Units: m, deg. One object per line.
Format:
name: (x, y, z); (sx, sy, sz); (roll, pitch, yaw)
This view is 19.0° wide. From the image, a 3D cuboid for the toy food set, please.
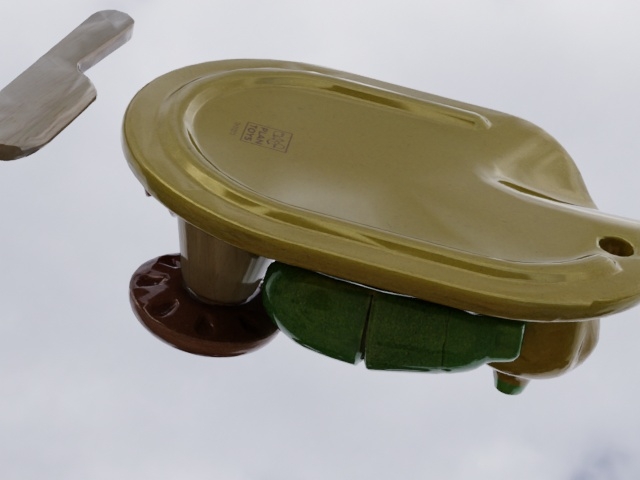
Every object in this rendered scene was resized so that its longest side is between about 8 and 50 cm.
toy food set: (0.000, 0.000, 0.619); (0.218, 0.128, 0.071); (16, -60, 2)
